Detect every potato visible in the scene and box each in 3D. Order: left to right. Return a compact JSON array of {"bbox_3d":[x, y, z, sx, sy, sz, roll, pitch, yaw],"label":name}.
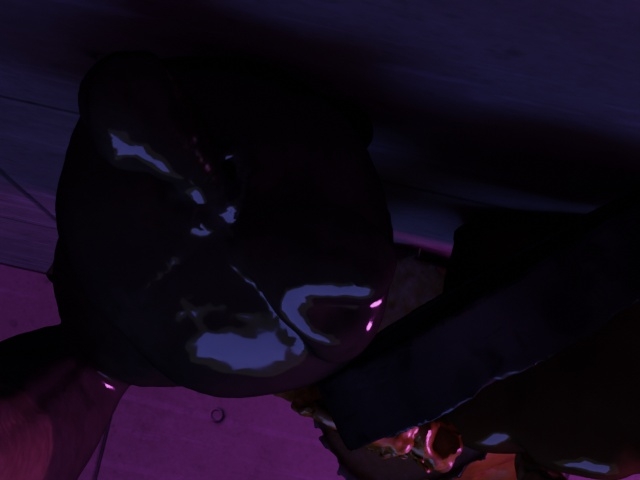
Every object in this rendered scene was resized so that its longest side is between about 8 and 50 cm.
[{"bbox_3d":[0.158,0.144,1.618,0.300,0.289,0.237,-17,173,40],"label":"potato"}]

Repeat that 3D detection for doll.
[{"bbox_3d":[-0.103,0.057,0.911,0.252,0.379,0.382,30,168,-3],"label":"doll"}]

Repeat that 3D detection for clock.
[{"bbox_3d":[0.124,0.050,0.982,0.280,0.055,0.280,-30,178,-1],"label":"clock"}]

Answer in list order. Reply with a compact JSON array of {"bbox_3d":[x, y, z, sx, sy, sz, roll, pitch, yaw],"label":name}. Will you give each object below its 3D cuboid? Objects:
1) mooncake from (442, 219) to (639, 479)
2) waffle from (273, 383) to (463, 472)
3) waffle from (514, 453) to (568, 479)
[{"bbox_3d":[0.281,0.115,1.272,0.378,0.201,0.378,13,174,1],"label":"mooncake"},{"bbox_3d":[-0.009,0.108,1.178,0.291,0.051,0.291,28,-179,0],"label":"waffle"},{"bbox_3d":[0.250,0.269,1.379,0.183,0.036,0.169,49,-172,2],"label":"waffle"}]
